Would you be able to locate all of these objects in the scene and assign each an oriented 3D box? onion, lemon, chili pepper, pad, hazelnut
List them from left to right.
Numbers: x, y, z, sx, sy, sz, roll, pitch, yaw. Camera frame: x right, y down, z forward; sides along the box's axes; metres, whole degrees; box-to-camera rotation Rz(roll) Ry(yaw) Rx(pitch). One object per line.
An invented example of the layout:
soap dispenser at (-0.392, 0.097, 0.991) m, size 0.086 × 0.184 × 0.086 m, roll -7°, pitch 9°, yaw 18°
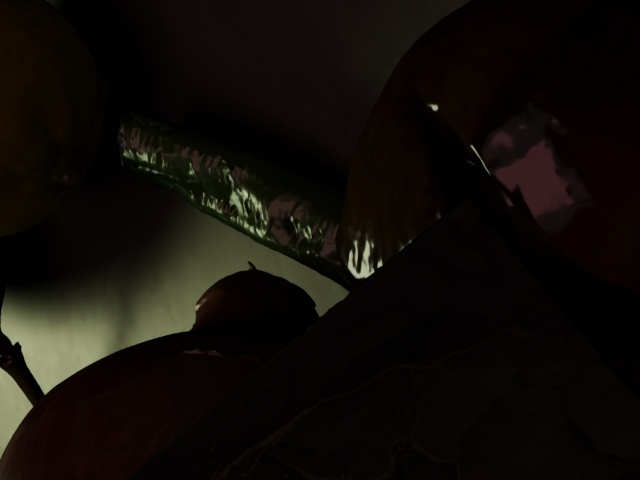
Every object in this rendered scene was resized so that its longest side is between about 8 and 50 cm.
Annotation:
lemon at (-0.254, -0.096, 1.396) m, size 0.231 × 0.192 × 0.192 m, roll 37°, pitch 126°, yaw 30°
onion at (-0.026, 0.197, 1.182) m, size 0.354 × 0.354 × 0.353 m, roll 16°, pitch 113°, yaw 41°
chili pepper at (0.000, 0.000, 1.258) m, size 0.359 × 0.076 × 0.085 m, roll 30°, pitch 165°, yaw 38°
pad at (0.082, 0.170, 1.016) m, size 0.247 × 0.367 × 0.007 m, roll -39°, pitch 32°, yaw 5°
hazelnut at (0.126, -0.027, 1.051) m, size 0.251 × 0.217 × 0.217 m, roll -39°, pitch 75°, yaw 44°

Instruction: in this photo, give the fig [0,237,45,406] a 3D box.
fig at (-0.311, 0.040, 1.512) m, size 0.249 × 0.186 × 0.203 m, roll 30°, pitch 104°, yaw 26°
